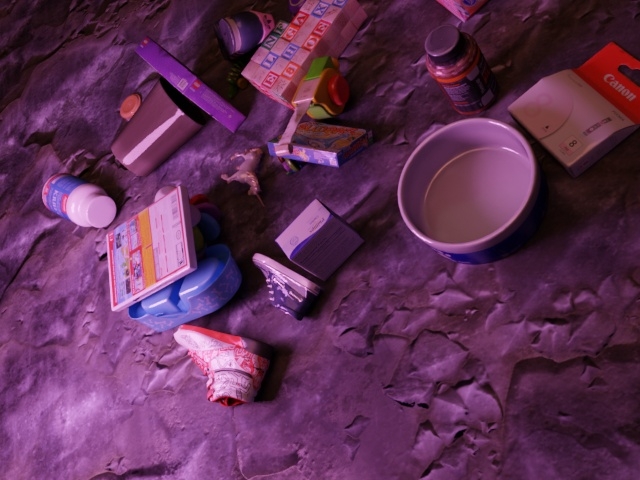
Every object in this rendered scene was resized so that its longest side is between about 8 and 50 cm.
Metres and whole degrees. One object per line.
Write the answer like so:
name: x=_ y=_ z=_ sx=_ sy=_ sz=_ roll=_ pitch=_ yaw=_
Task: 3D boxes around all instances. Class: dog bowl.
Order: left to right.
dog bowl: x=-0.307 y=0.116 z=1.525 sx=0.297 sy=0.074 sz=0.166 roll=-22 pitch=34 yaw=24
dog bowl: x=0.286 y=-0.092 z=1.249 sx=0.265 sy=0.104 sz=0.265 roll=-13 pitch=62 yaw=27

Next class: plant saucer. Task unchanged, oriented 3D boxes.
plant saucer: x=-0.579 y=-0.410 z=2.012 sx=0.083 sy=0.013 sz=0.083 roll=-14 pitch=62 yaw=28

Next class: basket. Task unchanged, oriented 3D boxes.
basket: x=-0.446 y=-0.297 z=1.792 sx=0.227 sy=0.154 sz=0.204 roll=-43 pitch=51 yaw=13

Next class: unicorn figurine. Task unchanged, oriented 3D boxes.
unicorn figurine: x=-0.182 y=-0.165 z=1.613 sx=0.111 sy=0.060 sz=0.162 roll=-2 pitch=68 yaw=33

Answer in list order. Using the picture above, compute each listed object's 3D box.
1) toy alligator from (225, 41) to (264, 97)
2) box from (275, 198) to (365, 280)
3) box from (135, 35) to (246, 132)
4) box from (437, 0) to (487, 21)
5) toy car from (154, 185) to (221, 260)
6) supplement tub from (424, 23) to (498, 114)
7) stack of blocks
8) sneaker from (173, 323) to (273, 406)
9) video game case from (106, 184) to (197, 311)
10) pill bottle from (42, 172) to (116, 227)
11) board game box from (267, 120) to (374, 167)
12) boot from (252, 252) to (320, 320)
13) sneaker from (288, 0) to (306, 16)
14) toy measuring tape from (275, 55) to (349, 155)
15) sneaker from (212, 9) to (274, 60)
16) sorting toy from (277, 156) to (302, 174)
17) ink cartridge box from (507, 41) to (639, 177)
toy alligator: x=-0.204 y=-0.470 z=1.772 sx=0.056 sy=0.051 sz=0.190 roll=33 pitch=88 yaw=38
box: x=0.000 y=0.000 z=1.370 sx=0.126 sy=0.137 sz=0.072 roll=-46 pitch=51 yaw=7
box: x=-0.343 y=-0.413 z=1.742 sx=0.057 sy=0.201 sz=0.293 roll=-50 pitch=52 yaw=4
box: x=0.271 y=-0.651 z=1.491 sx=0.154 sy=0.142 sz=0.300 roll=-42 pitch=53 yaw=11
toy car: x=-0.312 y=-0.051 z=1.610 sx=0.136 sy=0.159 sz=0.182 roll=-25 pitch=47 yaw=-24
supplement tub: x=0.275 y=-0.339 z=1.310 sx=0.106 sy=0.198 sz=0.106 roll=-13 pitch=63 yaw=28
stack of blocks: x=-0.042 y=-0.487 z=1.653 sx=0.171 sy=0.087 sz=0.297 roll=36 pitch=91 yaw=39
sneaker: x=-0.235 y=0.271 z=1.428 sx=0.270 sy=0.090 sz=0.145 roll=6 pitch=70 yaw=32
video game case: x=-0.395 y=0.023 z=1.522 sx=0.285 sy=0.025 sz=0.204 roll=-27 pitch=63 yaw=32
pill bottle: x=-0.676 y=-0.110 z=1.866 sx=0.221 sy=0.124 sz=0.124 roll=20 pitch=80 yaw=38
board game box: x=0.000 y=-0.220 z=1.490 sx=0.201 sy=0.035 sz=0.136 roll=15 pitch=38 yaw=36
boot: x=-0.093 y=0.098 z=1.428 sx=0.190 sy=0.069 sz=0.086 roll=26 pitch=81 yaw=36
sneaker: x=-0.046 y=-0.733 z=1.732 sx=0.102 sy=0.146 sz=0.293 roll=3 pitch=70 yaw=34
toy measuring tape: x=-0.011 y=-0.290 z=1.506 sx=0.121 sy=0.121 sz=0.330 roll=-2 pitch=52 yaw=32
sneaker: x=-0.202 y=-0.541 z=1.739 sx=0.131 sy=0.112 sz=0.319 roll=-21 pitch=21 yaw=-10
sorting toy: x=-0.077 y=-0.182 z=1.554 sx=0.042 sy=0.061 sz=0.102 roll=-36 pitch=31 yaw=15
ink cartridge box: x=0.497 y=-0.256 z=1.222 sx=0.232 sy=0.066 sz=0.189 roll=-43 pitch=52 yaw=15
